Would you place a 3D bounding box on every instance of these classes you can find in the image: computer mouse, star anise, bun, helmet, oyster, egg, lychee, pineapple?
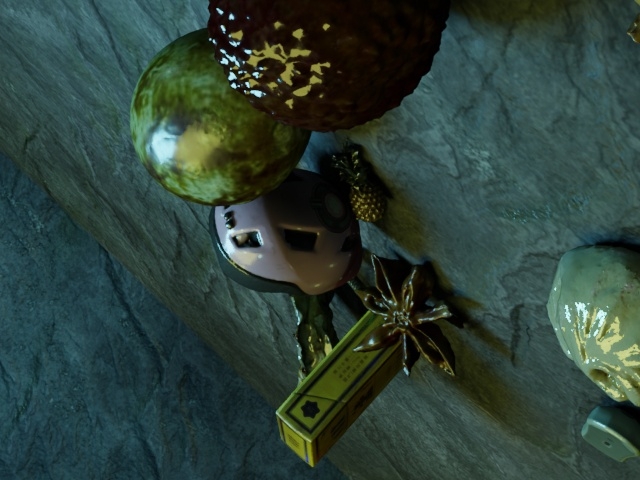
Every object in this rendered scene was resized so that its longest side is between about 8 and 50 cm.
[{"bbox_3d":[0.436,0.283,1.596,0.089,0.056,0.181,38,169,17],"label":"computer mouse"},{"bbox_3d":[0.137,0.116,1.725,0.196,0.111,0.212,-12,107,29],"label":"star anise"},{"bbox_3d":[0.360,0.113,1.262,0.231,0.133,0.231,34,160,15],"label":"bun"},{"bbox_3d":[-0.037,-0.026,1.592,0.154,0.253,0.198,124,136,-60],"label":"helmet"},{"bbox_3d":[-0.012,0.153,1.957,0.221,0.096,0.361,-76,-22,-78],"label":"oyster"},{"bbox_3d":[-0.122,-0.169,1.436,0.289,0.238,0.238,-20,118,47],"label":"egg"},{"bbox_3d":[0.005,-0.230,1.046,0.260,0.260,0.260,37,161,15],"label":"lychee"},{"bbox_3d":[0.057,-0.085,1.547,0.058,0.058,0.124,24,150,43],"label":"pineapple"}]

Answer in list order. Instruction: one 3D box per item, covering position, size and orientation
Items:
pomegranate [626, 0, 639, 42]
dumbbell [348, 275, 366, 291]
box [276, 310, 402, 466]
[{"bbox_3d":[0.276,-0.189,0.693,0.196,0.196,0.196,37,161,15],"label":"pomegranate"},{"bbox_3d":[0.000,0.000,1.798,0.254,0.081,0.081,51,159,-20],"label":"dumbbell"},{"bbox_3d":[0.055,0.235,1.856,0.084,0.301,0.193,39,162,17],"label":"box"}]
